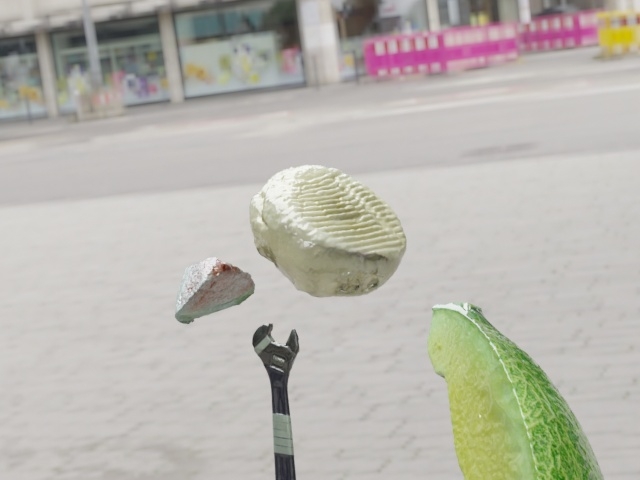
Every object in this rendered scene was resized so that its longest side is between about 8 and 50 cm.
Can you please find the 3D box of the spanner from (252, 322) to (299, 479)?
[{"bbox_3d":[-0.062,0.295,2.174,0.087,0.315,0.024,-7,-4,28],"label":"spanner"}]

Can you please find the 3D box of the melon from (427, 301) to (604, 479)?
[{"bbox_3d":[0.166,0.191,1.068,0.124,0.323,0.196,-17,-24,20],"label":"melon"}]

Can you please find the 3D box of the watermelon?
[{"bbox_3d":[-0.154,0.066,1.900,0.094,0.081,0.180,-24,-7,18],"label":"watermelon"}]

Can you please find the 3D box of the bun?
[{"bbox_3d":[0.000,0.000,1.750,0.220,0.134,0.220,19,34,-13],"label":"bun"}]
